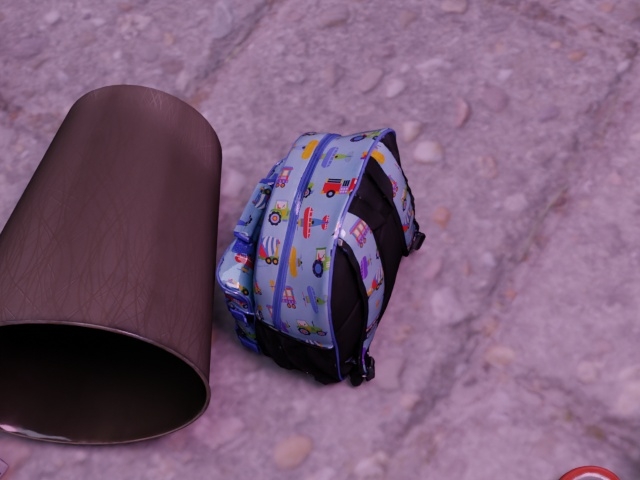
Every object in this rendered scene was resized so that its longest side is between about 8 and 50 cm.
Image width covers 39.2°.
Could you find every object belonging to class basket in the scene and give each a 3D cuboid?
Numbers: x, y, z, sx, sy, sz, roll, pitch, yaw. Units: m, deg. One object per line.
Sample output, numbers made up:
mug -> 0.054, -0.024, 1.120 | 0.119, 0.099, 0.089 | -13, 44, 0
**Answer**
basket -> -0.155, 0.010, 0.651 | 0.204, 0.154, 0.227 | -14, 47, 25

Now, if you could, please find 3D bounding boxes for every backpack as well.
backpack -> 0.000, 0.000, 0.631 | 0.117, 0.173, 0.158 | 16, 64, 15

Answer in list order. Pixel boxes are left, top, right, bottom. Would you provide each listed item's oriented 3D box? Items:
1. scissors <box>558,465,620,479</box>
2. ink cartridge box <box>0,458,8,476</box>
scissors -> 0.137, 0.281, 0.544 | 0.109, 0.021, 0.297 | 28, 69, 14
ink cartridge box -> -0.326, 0.211, 0.620 | 0.097, 0.046, 0.207 | 28, 67, 22
